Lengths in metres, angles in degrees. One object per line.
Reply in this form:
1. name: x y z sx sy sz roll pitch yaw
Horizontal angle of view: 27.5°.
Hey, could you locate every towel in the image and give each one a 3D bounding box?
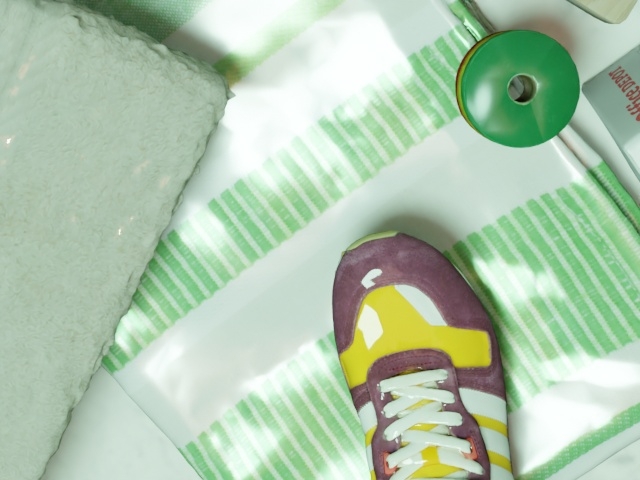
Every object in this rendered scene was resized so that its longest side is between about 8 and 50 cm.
1. towel: -0.172 0.022 0.520 0.187 0.049 0.282 23 101 -29
2. towel: 0.000 0.000 0.581 0.248 0.038 0.325 -37 102 14

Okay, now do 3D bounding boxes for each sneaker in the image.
1. sneaker: 0.050 0.088 0.543 0.070 0.084 0.185 -16 106 9

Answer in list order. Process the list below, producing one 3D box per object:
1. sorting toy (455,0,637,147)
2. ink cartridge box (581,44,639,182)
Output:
1. sorting toy: 0.095 -0.181 0.507 0.132 0.046 0.274 29 97 -6
2. ink cartridge box: 0.185 -0.069 0.511 0.150 0.109 0.063 -36 104 13
